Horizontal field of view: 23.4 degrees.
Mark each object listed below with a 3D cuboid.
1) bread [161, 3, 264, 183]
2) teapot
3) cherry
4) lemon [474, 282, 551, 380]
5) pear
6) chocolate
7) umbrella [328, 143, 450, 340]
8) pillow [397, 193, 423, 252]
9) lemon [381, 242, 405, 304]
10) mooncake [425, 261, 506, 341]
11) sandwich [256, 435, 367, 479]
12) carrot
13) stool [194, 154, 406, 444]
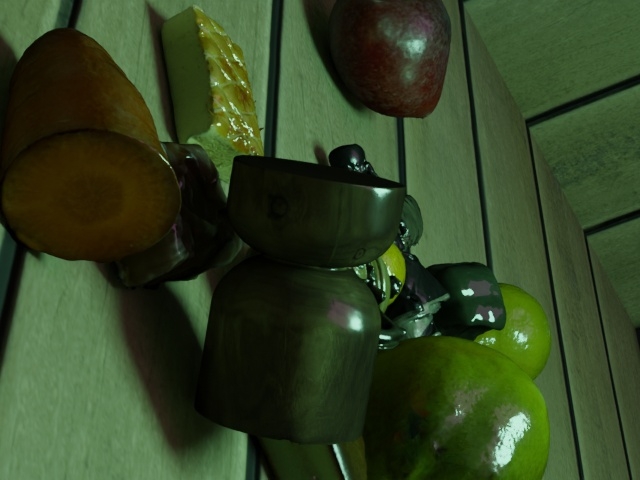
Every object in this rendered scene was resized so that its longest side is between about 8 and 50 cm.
[{"bbox_3d":[-0.130,-0.177,1.863,0.125,0.068,0.188,40,33,-56],"label":"bread"},{"bbox_3d":[0.018,0.059,1.797,0.182,0.173,0.269,4,20,-34],"label":"teapot"},{"bbox_3d":[0.110,-0.314,2.533,0.239,0.206,0.239,-173,-90,-85],"label":"cherry"},{"bbox_3d":[0.294,0.161,2.547,0.248,0.184,0.184,7,64,-70],"label":"lemon"},{"bbox_3d":[0.152,0.247,1.936,0.321,0.269,0.269,-43,112,-51],"label":"pear"},{"bbox_3d":[-0.154,-0.032,1.595,0.148,0.093,0.214,71,18,1],"label":"chocolate"},{"bbox_3d":[0.100,0.023,2.253,0.113,0.106,0.358,-4,73,-66],"label":"umbrella"},{"bbox_3d":[0.130,-0.025,2.479,0.093,0.051,0.241,68,15,-2],"label":"pillow"},{"bbox_3d":[0.064,0.043,2.118,0.133,0.109,0.109,21,51,-66],"label":"lemon"},{"bbox_3d":[0.200,0.115,2.348,0.104,0.175,0.168,-6,31,-39],"label":"mooncake"},{"bbox_3d":[-0.020,0.205,1.721,0.258,0.094,0.096,69,22,-6],"label":"sandwich"},{"bbox_3d":[-0.225,-0.105,1.421,0.159,0.159,0.225,51,14,-44],"label":"carrot"},{"bbox_3d":[-0.022,0.058,1.567,0.179,0.179,0.264,-15,116,-72],"label":"stool"}]
